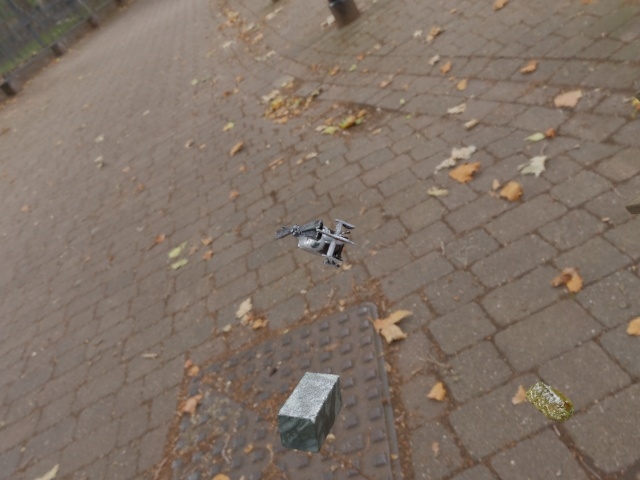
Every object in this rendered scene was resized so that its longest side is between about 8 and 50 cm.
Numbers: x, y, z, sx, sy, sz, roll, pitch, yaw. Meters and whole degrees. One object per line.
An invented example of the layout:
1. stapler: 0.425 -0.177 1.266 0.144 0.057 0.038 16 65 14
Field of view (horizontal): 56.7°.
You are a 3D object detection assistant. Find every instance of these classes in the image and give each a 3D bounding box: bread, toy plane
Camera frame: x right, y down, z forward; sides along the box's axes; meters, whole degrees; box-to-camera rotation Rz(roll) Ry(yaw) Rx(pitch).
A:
1. bread: 0.509 0.357 1.303 0.066 0.060 0.110 0 11 -12
2. toy plane: 0.001 0.000 0.777 0.053 0.078 0.197 -71 18 -5

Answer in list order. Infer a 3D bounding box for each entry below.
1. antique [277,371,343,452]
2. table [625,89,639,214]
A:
1. antique: -0.016 0.369 1.306 0.086 0.088 0.183 2 20 21
2. table: 0.286 -0.067 0.353 0.167 0.167 0.226 -32 -2 2
